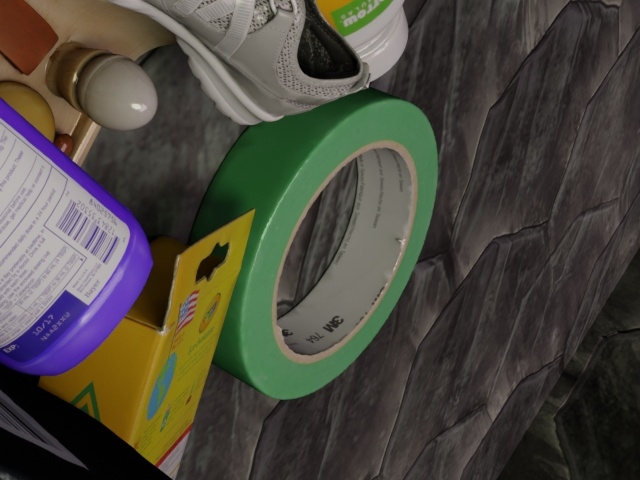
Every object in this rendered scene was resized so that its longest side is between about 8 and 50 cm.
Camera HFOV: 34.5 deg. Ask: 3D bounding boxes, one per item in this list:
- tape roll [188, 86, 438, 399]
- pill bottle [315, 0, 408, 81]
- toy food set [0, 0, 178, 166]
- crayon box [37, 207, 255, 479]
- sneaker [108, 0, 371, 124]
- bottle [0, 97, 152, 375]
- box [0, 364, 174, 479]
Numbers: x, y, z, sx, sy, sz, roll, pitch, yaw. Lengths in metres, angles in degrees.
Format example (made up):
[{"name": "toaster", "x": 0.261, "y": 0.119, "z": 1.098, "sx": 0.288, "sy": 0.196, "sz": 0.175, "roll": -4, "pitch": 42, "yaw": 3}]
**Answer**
[{"name": "tape roll", "x": 0.000, "y": 0.000, "z": 1.030, "sx": 0.321, "sy": 0.077, "sz": 0.321, "roll": -39, "pitch": 143, "yaw": -39}, {"name": "pill bottle", "x": -0.009, "y": -0.225, "z": 0.773, "sx": 0.136, "sy": 0.136, "sz": 0.245, "roll": -56, "pitch": 150, "yaw": -15}, {"name": "toy food set", "x": -0.207, "y": -0.040, "z": 0.643, "sx": 0.306, "sy": 0.092, "sz": 0.220, "roll": -64, "pitch": 151, "yaw": -1}, {"name": "crayon box", "x": -0.152, "y": 0.125, "z": 0.806, "sx": 0.202, "sy": 0.081, "sz": 0.318, "roll": -44, "pitch": 154, "yaw": -75}, {"name": "sneaker", "x": -0.056, "y": -0.176, "z": 0.646, "sx": 0.281, "sy": 0.115, "sz": 0.105, "roll": 43, "pitch": 50, "yaw": -56}, {"name": "bottle", "x": -0.206, "y": -0.033, "z": 0.522, "sx": 0.118, "sy": 0.092, "sz": 0.283, "roll": -52, "pitch": 138, "yaw": -8}, {"name": "box", "x": -0.302, "y": 0.240, "z": 0.403, "sx": 0.471, "sy": 0.297, "sz": 0.480, "roll": -56, "pitch": 136, "yaw": -10}]
